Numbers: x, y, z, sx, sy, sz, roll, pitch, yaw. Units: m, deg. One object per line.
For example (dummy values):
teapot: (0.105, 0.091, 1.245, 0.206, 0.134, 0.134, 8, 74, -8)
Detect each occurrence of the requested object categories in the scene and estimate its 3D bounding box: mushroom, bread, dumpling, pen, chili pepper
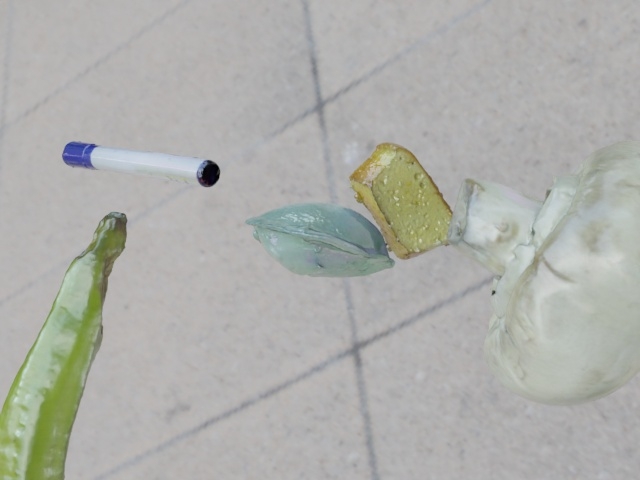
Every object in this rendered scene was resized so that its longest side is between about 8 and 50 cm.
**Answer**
mushroom: (0.228, 0.018, 1.179, 0.260, 0.234, 0.254, -57, -4, -22)
bread: (0.124, -0.049, 1.776, 0.103, 0.187, 0.065, -36, 18, -18)
dumpling: (-0.002, 0.008, 1.710, 0.149, 0.217, 0.104, -71, -5, -63)
pen: (-0.203, -0.085, 1.369, 0.269, 0.033, 0.033, 11, 71, 47)
chili pepper: (-0.118, 0.090, 0.538, 0.043, 0.049, 0.208, -130, 46, -72)
